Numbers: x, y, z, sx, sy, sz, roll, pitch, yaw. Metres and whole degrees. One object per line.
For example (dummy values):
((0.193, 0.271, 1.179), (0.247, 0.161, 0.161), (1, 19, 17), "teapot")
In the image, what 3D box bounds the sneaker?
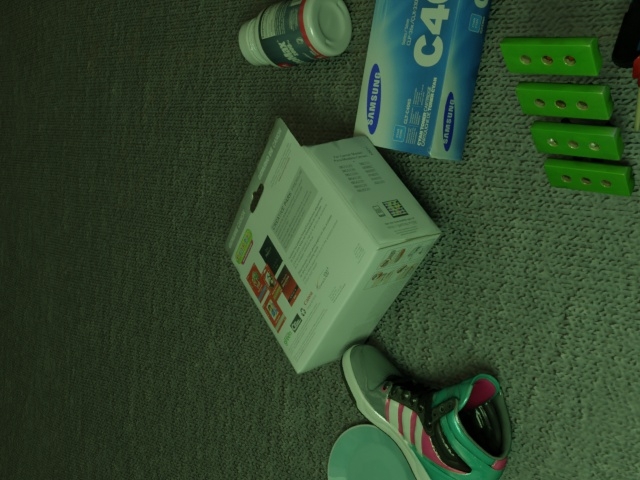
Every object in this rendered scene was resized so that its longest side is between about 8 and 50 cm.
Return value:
((0.161, 0.229, 1.152), (0.295, 0.124, 0.178), (50, 127, 21), "sneaker")

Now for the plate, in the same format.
((0.087, 0.386, 1.291), (0.188, 0.024, 0.188), (0, 90, 42), "plate")

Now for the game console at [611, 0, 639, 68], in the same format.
((0.451, -0.339, 0.843), (0.293, 0.173, 0.250), (-1, 112, 42), "game console")

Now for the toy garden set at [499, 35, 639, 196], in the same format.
((0.343, -0.149, 0.946), (0.204, 0.244, 0.049), (12, 59, 39), "toy garden set")

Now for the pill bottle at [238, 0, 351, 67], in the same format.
((-0.047, -0.346, 1.353), (0.180, 0.108, 0.108), (-2, 89, 43), "pill bottle")

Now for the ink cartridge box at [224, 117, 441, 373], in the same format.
((0.000, 0.000, 1.250), (0.272, 0.130, 0.309), (56, 138, 26), "ink cartridge box")

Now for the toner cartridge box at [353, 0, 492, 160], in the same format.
((0.154, -0.301, 1.181), (0.165, 0.075, 0.347), (19, 104, 47), "toner cartridge box")
